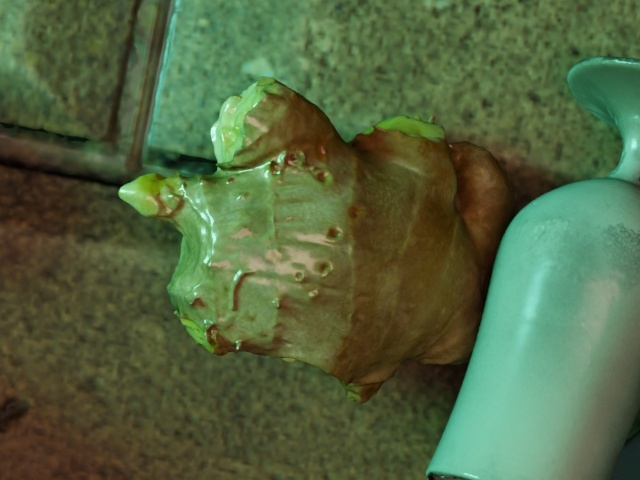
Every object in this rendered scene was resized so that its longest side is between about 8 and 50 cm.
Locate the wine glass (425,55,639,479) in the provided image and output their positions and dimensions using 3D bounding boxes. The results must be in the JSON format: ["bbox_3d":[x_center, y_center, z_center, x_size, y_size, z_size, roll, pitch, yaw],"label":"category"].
[{"bbox_3d":[0.135,0.031,0.894,0.103,0.103,0.231,23,77,-7],"label":"wine glass"}]

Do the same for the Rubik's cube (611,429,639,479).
[{"bbox_3d":[0.338,0.184,0.849,0.387,0.358,0.368,-20,135,1],"label":"Rubik's cube"}]

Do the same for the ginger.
[{"bbox_3d":[0.000,0.000,0.905,0.216,0.102,0.157,13,91,-23],"label":"ginger"}]
